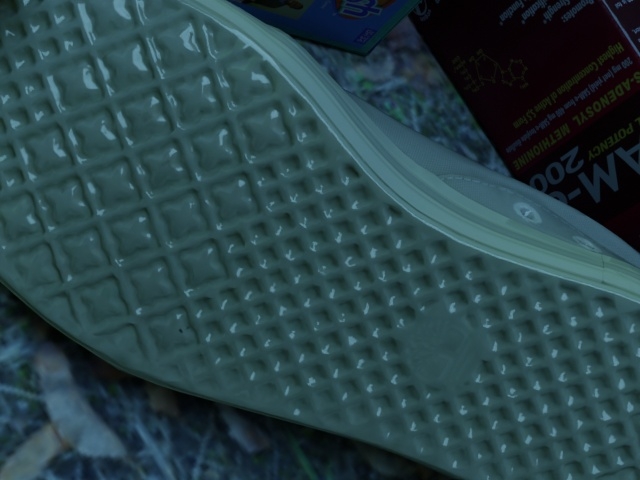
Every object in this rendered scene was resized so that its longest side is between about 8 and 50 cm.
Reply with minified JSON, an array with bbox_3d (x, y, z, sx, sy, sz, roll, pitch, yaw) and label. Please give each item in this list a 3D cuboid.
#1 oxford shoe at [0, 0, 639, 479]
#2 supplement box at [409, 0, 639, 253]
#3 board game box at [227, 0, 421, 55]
[{"bbox_3d":[0.000,0.000,0.623,0.449,0.169,0.130,27,15,-8],"label":"oxford shoe"},{"bbox_3d":[0.152,-0.091,0.733,0.073,0.130,0.239,-30,84,-34],"label":"supplement box"},{"bbox_3d":[-0.031,-0.170,0.650,0.210,0.160,0.047,12,64,-24],"label":"board game box"}]
